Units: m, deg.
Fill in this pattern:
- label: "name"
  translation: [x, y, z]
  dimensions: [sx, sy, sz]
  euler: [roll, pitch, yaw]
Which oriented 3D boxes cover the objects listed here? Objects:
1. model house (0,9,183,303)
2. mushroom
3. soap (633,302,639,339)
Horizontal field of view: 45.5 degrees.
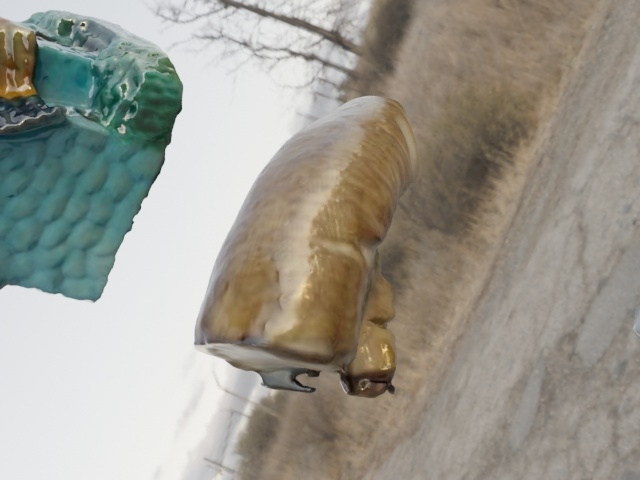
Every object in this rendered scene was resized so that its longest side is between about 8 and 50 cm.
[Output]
- label: "model house"
  translation: [-0.294, -0.109, 0.617]
  dimensions: [0.241, 0.261, 0.226]
  euler: [15, -79, -49]
- label: "mushroom"
  translation: [-0.011, -0.029, 0.920]
  dimensions: [0.313, 0.224, 0.397]
  euler: [43, -126, -63]
- label: "soap"
  translation: [0.722, 0.097, 1.138]
  dimensions: [0.213, 0.435, 0.350]
  euler: [31, 96, 58]
